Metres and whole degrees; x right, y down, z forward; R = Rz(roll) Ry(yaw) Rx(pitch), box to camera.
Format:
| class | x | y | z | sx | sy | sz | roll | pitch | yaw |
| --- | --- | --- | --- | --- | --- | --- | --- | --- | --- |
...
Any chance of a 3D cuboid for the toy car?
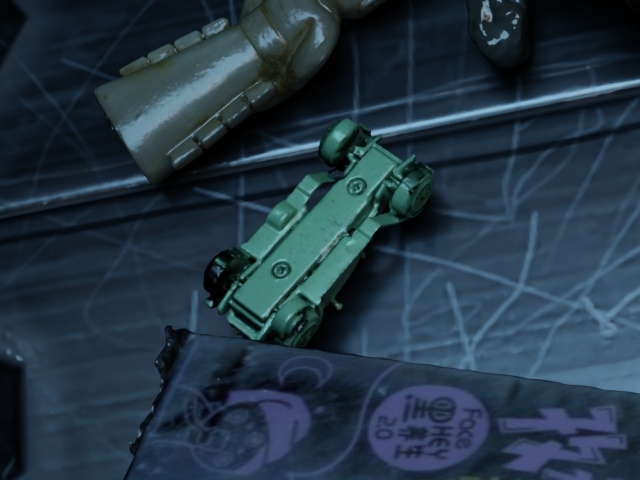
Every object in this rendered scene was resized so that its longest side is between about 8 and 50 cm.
| class | x | y | z | sx | sy | sz | roll | pitch | yaw |
| --- | --- | --- | --- | --- | --- | --- | --- | --- | --- |
| toy car | 0.000 | 0.000 | 1.093 | 0.073 | 0.054 | 0.143 | 34 | 75 | 24 |

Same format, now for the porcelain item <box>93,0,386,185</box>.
| class | x | y | z | sx | sy | sz | roll | pitch | yaw |
| --- | --- | --- | --- | --- | --- | --- | --- | --- | --- |
| porcelain item | -0.031 | -0.119 | 1.153 | 0.213 | 0.054 | 0.084 | -34 | 65 | 0 |

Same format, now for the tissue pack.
| class | x | y | z | sx | sy | sz | roll | pitch | yaw |
| --- | --- | --- | --- | --- | --- | --- | --- | --- | --- |
| tissue pack | 0.060 | 0.184 | 0.926 | 0.361 | 0.122 | 0.259 | 7 | 50 | 18 |

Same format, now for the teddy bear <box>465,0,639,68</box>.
| class | x | y | z | sx | sy | sz | roll | pitch | yaw |
| --- | --- | --- | --- | --- | --- | --- | --- | --- | --- |
| teddy bear | 0.153 | -0.183 | 1.084 | 0.251 | 0.144 | 0.171 | 4 | 82 | 21 |
